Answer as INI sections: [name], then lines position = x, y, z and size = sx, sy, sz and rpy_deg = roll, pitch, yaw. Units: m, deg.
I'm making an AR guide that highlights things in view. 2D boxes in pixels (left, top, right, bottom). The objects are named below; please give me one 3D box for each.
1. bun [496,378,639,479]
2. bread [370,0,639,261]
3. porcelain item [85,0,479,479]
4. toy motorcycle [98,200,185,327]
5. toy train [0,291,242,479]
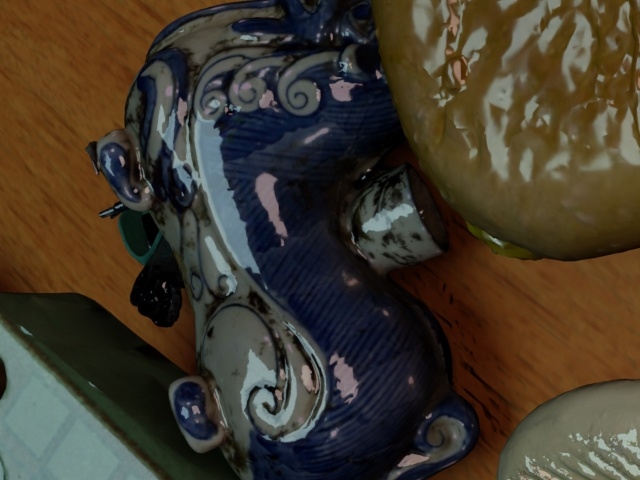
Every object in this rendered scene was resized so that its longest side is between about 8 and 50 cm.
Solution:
[bun]
position = 0.164, 0.138, 0.721
size = 0.183, 0.102, 0.183
rpy_deg = 11, 107, 39
[bread]
position = 0.120, -0.116, 0.671
size = 0.176, 0.196, 0.246
rpy_deg = -12, 84, 45
[porcelain item]
position = 0.000, 0.000, 0.898
size = 0.186, 0.138, 0.288
rpy_deg = -22, 79, 19
[toy motorcycle]
position = -0.086, -0.023, 1.059
size = 0.173, 0.058, 0.100
rpy_deg = -54, 47, 39
[toy train]
position = -0.114, 0.162, 0.966
size = 0.326, 0.129, 0.159
rpy_deg = 41, 108, 23
